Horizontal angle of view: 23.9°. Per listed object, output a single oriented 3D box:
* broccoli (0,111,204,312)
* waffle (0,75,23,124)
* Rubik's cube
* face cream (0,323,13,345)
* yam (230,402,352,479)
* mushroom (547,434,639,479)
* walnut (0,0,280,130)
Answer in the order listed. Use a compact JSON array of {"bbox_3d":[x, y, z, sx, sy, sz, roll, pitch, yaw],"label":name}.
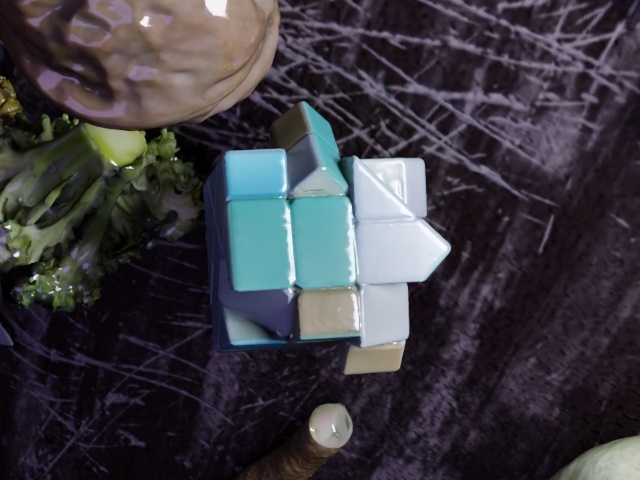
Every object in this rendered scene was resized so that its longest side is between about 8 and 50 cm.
[{"bbox_3d":[-0.244,-0.044,1.562,0.263,0.247,0.243,25,148,-17],"label":"broccoli"},{"bbox_3d":[-0.399,-0.211,1.648,0.149,0.051,0.194,11,129,24],"label":"waffle"},{"bbox_3d":[0.000,0.000,1.477,0.213,0.265,0.224,-3,175,-10],"label":"Rubik's cube"},{"bbox_3d":[-0.576,-0.008,1.916,0.235,0.137,0.420,2,137,30],"label":"face cream"},{"bbox_3d":[-0.050,0.283,1.876,0.066,0.066,0.299,39,136,-5],"label":"yam"},{"bbox_3d":[0.370,0.355,1.526,0.352,0.260,0.352,17,140,15],"label":"mushroom"},{"bbox_3d":[-0.169,-0.218,1.359,0.273,0.273,0.227,14,104,21],"label":"walnut"}]
